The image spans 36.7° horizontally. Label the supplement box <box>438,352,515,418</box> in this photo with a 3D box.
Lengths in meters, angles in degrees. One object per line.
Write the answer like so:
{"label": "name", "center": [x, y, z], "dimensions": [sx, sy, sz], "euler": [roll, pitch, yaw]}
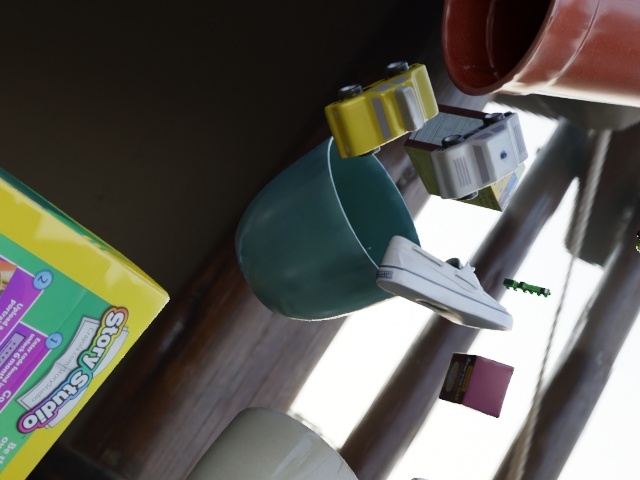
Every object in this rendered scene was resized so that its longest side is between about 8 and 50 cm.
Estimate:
{"label": "supplement box", "center": [0.304, 0.282, 1.899], "dimensions": [0.081, 0.104, 0.188], "euler": [20, -8, -4]}

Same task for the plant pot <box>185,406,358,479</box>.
{"label": "plant pot", "center": [-0.114, 0.399, 1.253], "dimensions": [0.257, 0.274, 0.256], "euler": [25, -47, 30]}

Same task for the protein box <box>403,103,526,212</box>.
{"label": "protein box", "center": [0.334, -0.192, 2.220], "dimensions": [0.201, 0.136, 0.200], "euler": [17, -23, 35]}

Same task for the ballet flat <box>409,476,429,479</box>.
{"label": "ballet flat", "center": [0.157, 0.396, 1.420], "dimensions": [0.077, 0.079, 0.221], "euler": [4, 4, -32]}

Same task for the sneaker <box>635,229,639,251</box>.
{"label": "sneaker", "center": [0.670, -0.069, 1.786], "dimensions": [0.097, 0.234, 0.084], "euler": [24, 16, -16]}

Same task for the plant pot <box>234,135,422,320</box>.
{"label": "plant pot", "center": [0.000, 0.000, 1.623], "dimensions": [0.235, 0.293, 0.293], "euler": [-26, -53, 23]}

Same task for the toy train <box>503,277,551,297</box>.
{"label": "toy train", "center": [0.335, 0.076, 1.570], "dimensions": [0.083, 0.017, 0.024], "euler": [12, -20, 37]}

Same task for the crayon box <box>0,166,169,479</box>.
{"label": "crayon box", "center": [-0.360, 0.109, 0.876], "dimensions": [0.106, 0.363, 0.313], "euler": [34, -7, 38]}

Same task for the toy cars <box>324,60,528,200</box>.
{"label": "toy cars", "center": [0.185, -0.160, 1.438], "dimensions": [0.394, 0.176, 0.087], "euler": [19, -5, -36]}

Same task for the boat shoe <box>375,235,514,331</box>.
{"label": "boat shoe", "center": [0.199, 0.067, 1.440], "dimensions": [0.258, 0.084, 0.095], "euler": [26, -17, -34]}

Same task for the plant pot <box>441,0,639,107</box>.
{"label": "plant pot", "center": [0.338, -0.294, 1.242], "dimensions": [0.265, 0.272, 0.272], "euler": [9, -11, -22]}
